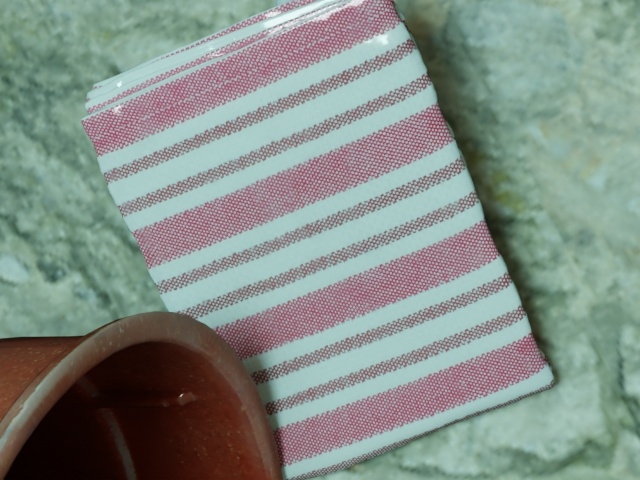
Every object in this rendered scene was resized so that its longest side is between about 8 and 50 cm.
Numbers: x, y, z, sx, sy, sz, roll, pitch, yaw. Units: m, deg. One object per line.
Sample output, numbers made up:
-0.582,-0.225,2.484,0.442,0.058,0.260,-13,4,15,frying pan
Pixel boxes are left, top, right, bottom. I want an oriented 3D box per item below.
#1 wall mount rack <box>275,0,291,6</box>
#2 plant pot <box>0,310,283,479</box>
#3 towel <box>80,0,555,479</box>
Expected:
0.094,-0.173,0.610,0.350,0.130,0.304,13,85,26,wall mount rack
-0.187,0.154,0.606,0.265,0.272,0.273,3,86,22,plant pot
0.000,0.000,0.650,0.144,0.029,0.197,-21,103,16,towel
